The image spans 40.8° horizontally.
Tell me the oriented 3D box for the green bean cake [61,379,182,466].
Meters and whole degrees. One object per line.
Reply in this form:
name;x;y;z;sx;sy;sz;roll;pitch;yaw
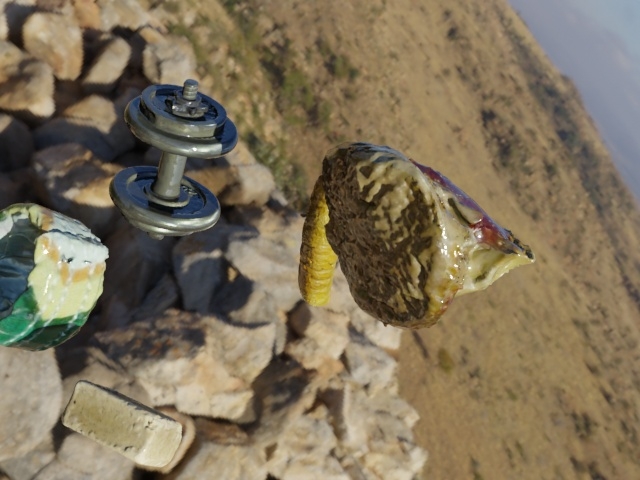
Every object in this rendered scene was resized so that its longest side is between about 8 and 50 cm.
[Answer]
green bean cake;-0.328;0.304;1.427;0.179;0.085;0.109;19;-13;24

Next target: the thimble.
thimble;-0.545;0.069;1.633;0.167;0.288;0.254;22;40;-54

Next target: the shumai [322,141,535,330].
shumai;0.053;-0.011;0.541;0.105;0.139;0.123;-25;94;-42

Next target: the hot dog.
hot dog;0.004;0.001;1.272;0.061;0.286;0.088;-4;48;-11

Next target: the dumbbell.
dumbbell;-0.244;-0.129;1.430;0.192;0.290;0.192;15;27;-8
